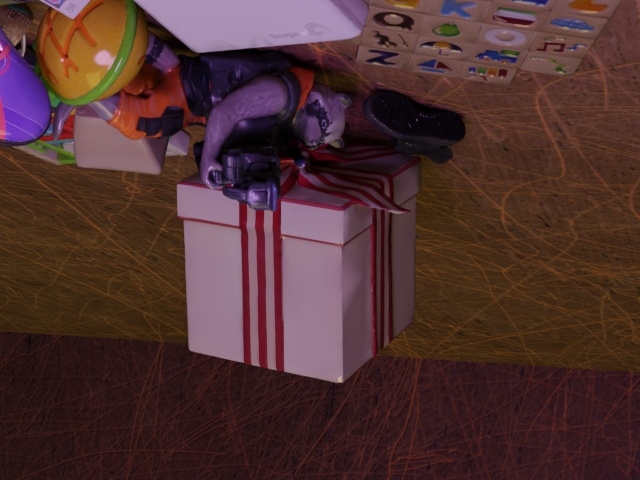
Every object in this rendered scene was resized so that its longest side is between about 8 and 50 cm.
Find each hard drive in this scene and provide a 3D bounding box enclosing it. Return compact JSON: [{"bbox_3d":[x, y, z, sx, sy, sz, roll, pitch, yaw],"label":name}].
[{"bbox_3d":[-0.122,-0.261,1.323,0.203,0.040,0.307,0,155,36],"label":"hard drive"}]

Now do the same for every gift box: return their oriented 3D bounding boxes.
[{"bbox_3d":[0.000,0.000,1.896,0.276,0.258,0.255,6,-158,21],"label":"gift box"}]

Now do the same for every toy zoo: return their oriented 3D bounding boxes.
[{"bbox_3d":[-0.311,-0.149,2.052,0.293,0.030,0.192,-2,164,36],"label":"toy zoo"}]

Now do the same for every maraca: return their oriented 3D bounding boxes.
[{"bbox_3d":[-0.236,-0.191,1.521,0.099,0.127,0.186,21,161,-37],"label":"maraca"}]

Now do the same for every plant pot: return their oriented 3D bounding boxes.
[{"bbox_3d":[-0.241,-0.153,1.850,0.109,0.109,0.096,6,156,8],"label":"plant pot"}]

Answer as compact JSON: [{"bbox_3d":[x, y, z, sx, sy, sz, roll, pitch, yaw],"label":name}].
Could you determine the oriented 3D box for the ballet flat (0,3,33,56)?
[{"bbox_3d":[-0.366,-0.199,1.710,0.067,0.073,0.206,4,155,-27],"label":"ballet flat"}]

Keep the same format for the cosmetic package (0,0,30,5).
[{"bbox_3d":[-0.316,-0.268,1.478,0.239,0.060,0.099,-2,163,35],"label":"cosmetic package"}]

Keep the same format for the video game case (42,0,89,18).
[{"bbox_3d":[-0.257,-0.248,1.377,0.122,0.011,0.087,29,151,-19],"label":"video game case"}]

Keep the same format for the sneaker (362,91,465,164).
[{"bbox_3d":[0.104,-0.131,1.842,0.170,0.051,0.089,12,164,-32],"label":"sneaker"}]

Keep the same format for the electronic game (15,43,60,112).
[{"bbox_3d":[-0.405,-0.197,1.864,0.229,0.048,0.229,7,167,2],"label":"electronic game"}]

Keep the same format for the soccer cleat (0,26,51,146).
[{"bbox_3d":[-0.355,-0.215,1.403,0.318,0.108,0.116,47,137,-15],"label":"soccer cleat"}]

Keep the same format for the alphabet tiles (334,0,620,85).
[{"bbox_3d":[0.132,-0.223,1.525,0.285,0.011,0.342,8,167,-1],"label":"alphabet tiles"}]

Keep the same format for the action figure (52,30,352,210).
[{"bbox_3d":[-0.119,-0.147,1.654,0.330,0.178,0.341,7,-167,-18],"label":"action figure"}]
